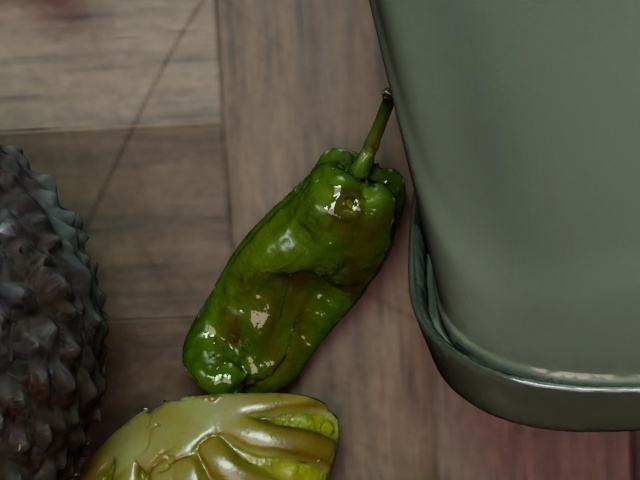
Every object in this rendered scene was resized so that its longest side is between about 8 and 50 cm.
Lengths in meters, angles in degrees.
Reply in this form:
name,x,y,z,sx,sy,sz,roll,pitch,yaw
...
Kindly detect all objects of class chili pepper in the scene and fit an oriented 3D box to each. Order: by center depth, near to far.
name,x,y,z,sx,sy,sz,roll,pitch,yaw
chili pepper,0.002,0.002,0.860,0.072,0.073,0.204,31,111,-17

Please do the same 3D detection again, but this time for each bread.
name,x,y,z,sx,sy,sz,roll,pitch,yaw
bread,-0.069,0.142,0.866,0.157,0.083,0.094,-11,61,21

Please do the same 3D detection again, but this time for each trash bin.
name,x,y,z,sx,sy,sz,roll,pitch,yaw
trash bin,0.130,-0.075,0.722,0.219,0.220,0.250,-12,121,10

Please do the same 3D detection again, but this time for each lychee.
name,x,y,z,sx,sy,sz,roll,pitch,yaw
lychee,-0.246,0.060,0.798,0.300,0.300,0.300,1,98,5
